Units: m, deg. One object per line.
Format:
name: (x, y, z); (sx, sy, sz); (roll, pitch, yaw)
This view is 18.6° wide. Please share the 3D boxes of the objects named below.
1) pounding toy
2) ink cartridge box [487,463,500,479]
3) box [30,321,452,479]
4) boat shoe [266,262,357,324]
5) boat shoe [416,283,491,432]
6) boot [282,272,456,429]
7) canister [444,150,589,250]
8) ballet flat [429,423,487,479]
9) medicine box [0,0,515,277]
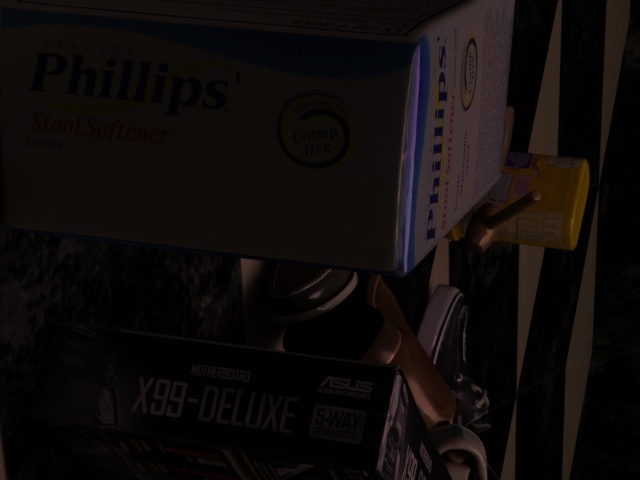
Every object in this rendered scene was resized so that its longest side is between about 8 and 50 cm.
pounding toy: (0.200, -0.124, 2.268); (0.269, 0.155, 0.154); (79, 28, -48)
ink cartridge box: (0.217, 0.338, 2.453); (0.224, 0.045, 0.223); (58, -4, -37)
box: (-0.040, 0.162, 1.398); (0.307, 0.243, 0.076); (63, 38, -62)
boat shoe: (0.000, 0.000, 1.776); (0.227, 0.081, 0.068); (-56, 136, -57)
boat shoe: (0.158, 0.206, 2.361); (0.108, 0.102, 0.301); (41, 58, -71)
boot: (0.045, 0.101, 1.755); (0.112, 0.115, 0.305); (-45, -164, 7)
canister: (0.238, -0.053, 2.408); (0.073, 0.170, 0.126); (73, 29, -55)
ballet flat: (0.121, 0.405, 2.220); (0.139, 0.139, 0.400); (34, 64, -72)
medicine box: (-0.032, -0.093, 1.274); (0.289, 0.264, 0.149); (-40, 134, -67)
